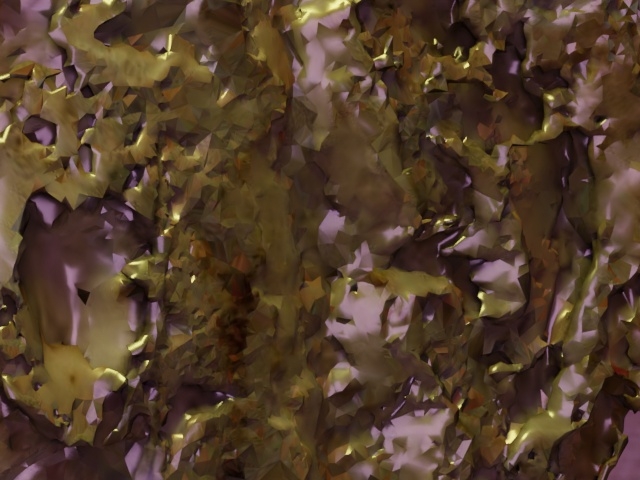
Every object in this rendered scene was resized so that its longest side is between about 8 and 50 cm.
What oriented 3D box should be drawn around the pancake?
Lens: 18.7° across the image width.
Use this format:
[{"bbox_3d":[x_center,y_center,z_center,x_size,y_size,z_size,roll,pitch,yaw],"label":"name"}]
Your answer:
[{"bbox_3d":[0.001,0.000,0.783,0.382,0.071,0.382,-4,98,-31],"label":"pancake"}]
